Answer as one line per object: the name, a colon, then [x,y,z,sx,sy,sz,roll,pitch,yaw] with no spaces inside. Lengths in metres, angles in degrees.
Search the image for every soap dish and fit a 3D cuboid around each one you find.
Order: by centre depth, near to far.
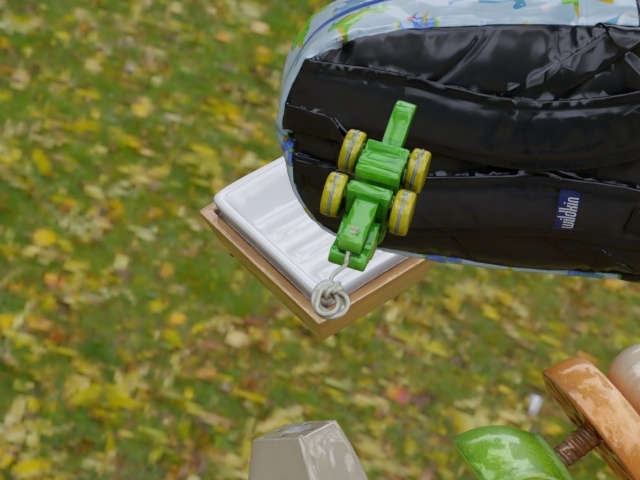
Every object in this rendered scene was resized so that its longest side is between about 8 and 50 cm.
soap dish: [0.000,0.000,2.127,0.229,0.118,0.291,-30,52,-24]

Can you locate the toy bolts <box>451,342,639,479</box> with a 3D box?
toy bolts: [0.227,0.196,0.946,0.228,0.158,0.218,56,-2,-36]

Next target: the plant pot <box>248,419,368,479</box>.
plant pot: [-0.020,0.261,1.667,0.109,0.096,0.109,-9,5,36]

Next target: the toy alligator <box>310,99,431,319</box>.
toy alligator: [0.027,-0.011,0.925,0.056,0.051,0.189,16,52,8]

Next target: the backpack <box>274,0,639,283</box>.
backpack: [0.136,-0.108,1.313,0.356,0.290,0.273,-7,33,-6]
